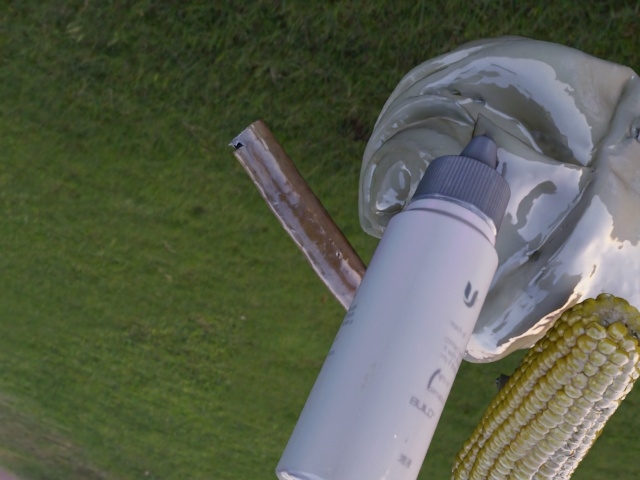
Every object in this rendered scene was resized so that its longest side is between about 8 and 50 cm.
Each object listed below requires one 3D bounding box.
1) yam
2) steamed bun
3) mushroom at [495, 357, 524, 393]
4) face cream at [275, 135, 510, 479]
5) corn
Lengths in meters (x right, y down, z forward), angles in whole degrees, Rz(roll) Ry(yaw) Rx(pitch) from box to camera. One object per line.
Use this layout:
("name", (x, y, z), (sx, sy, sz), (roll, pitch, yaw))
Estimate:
("yam", (0.000, 0.000, 0.783), (0.046, 0.046, 0.264), (-24, 108, 38))
("steamed bun", (0.183, -0.054, 0.876), (0.255, 0.367, 0.343), (2, 169, -39))
("mushroom", (0.352, 0.261, 1.282), (0.141, 0.188, 0.117), (11, 158, 7))
("face cream", (0.070, 0.046, 0.591), (0.092, 0.311, 0.092), (21, 156, 10))
("corn", (0.215, 0.185, 0.795), (0.115, 0.115, 0.317), (18, 125, -2))
